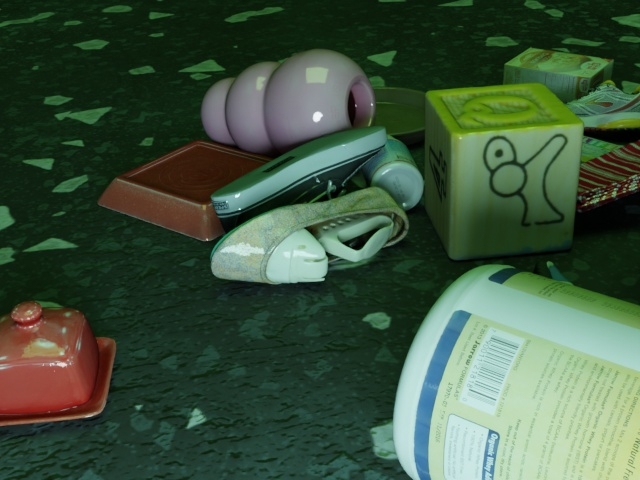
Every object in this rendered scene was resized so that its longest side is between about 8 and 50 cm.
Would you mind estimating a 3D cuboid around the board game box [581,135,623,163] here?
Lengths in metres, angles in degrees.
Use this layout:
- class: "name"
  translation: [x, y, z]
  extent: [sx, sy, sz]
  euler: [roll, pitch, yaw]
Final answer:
- class: "board game box"
  translation: [0.459, -0.149, 1.576]
  extent: [0.103, 0.026, 0.154]
  euler: [-26, 36, -38]

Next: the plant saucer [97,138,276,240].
- class: "plant saucer"
  translation: [-0.198, -0.099, 1.516]
  extent: [0.259, 0.048, 0.258]
  euler: [17, 34, 33]

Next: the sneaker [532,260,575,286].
- class: "sneaker"
  translation: [0.301, 0.102, 1.081]
  extent: [0.081, 0.080, 0.211]
  euler: [1, 37, -7]

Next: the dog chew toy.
- class: "dog chew toy"
  translation: [-0.072, -0.229, 1.599]
  extent: [0.331, 0.207, 0.206]
  euler: [3, 27, 32]

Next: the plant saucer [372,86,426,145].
- class: "plant saucer"
  translation: [0.108, -0.239, 1.759]
  extent: [0.277, 0.041, 0.278]
  euler: [-3, 28, 1]

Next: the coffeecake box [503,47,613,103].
- class: "coffeecake box"
  translation: [0.497, -0.343, 1.893]
  extent: [0.185, 0.068, 0.142]
  euler: [16, 32, 30]

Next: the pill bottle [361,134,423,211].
- class: "pill bottle"
  translation: [0.112, -0.115, 1.477]
  extent: [0.087, 0.087, 0.160]
  euler: [-4, 28, -4]

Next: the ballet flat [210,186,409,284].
- class: "ballet flat"
  translation: [0.000, 0.000, 1.263]
  extent: [0.316, 0.108, 0.106]
  euler: [-22, 47, -31]

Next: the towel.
- class: "towel"
  translation: [0.488, -0.121, 1.407]
  extent: [0.274, 0.031, 0.199]
  euler: [-21, 15, -2]

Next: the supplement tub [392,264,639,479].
- class: "supplement tub"
  translation: [0.249, 0.166, 0.794]
  extent: [0.316, 0.228, 0.228]
  euler: [19, 35, 34]

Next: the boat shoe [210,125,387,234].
- class: "boat shoe"
  translation: [-0.017, -0.083, 1.391]
  extent: [0.306, 0.105, 0.113]
  euler: [-30, 21, -28]

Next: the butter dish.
- class: "butter dish"
  translation: [-0.325, 0.124, 1.032]
  extent: [0.160, 0.118, 0.160]
  euler: [-5, 27, -4]

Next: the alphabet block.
- class: "alphabet block"
  translation: [0.261, -0.106, 1.332]
  extent: [0.192, 0.197, 0.193]
  euler: [-5, 28, -7]

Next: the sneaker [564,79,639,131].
- class: "sneaker"
  translation: [0.502, -0.247, 1.669]
  extent: [0.225, 0.093, 0.088]
  euler: [-2, 3, -2]
